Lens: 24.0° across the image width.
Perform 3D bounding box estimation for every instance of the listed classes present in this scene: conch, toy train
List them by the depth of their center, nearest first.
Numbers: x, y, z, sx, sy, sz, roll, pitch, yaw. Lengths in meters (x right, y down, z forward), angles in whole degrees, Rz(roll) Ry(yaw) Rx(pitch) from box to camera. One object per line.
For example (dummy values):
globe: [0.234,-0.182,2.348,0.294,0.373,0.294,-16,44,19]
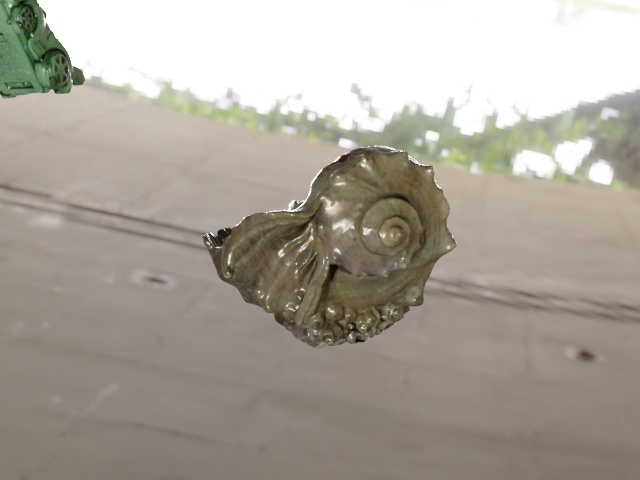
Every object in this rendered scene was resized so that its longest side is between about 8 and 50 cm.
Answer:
conch: [0.000,0.000,1.197,0.178,0.163,0.245,11,-179,-19]
toy train: [-0.300,-0.195,1.500,0.099,0.149,0.081,-2,-140,22]
